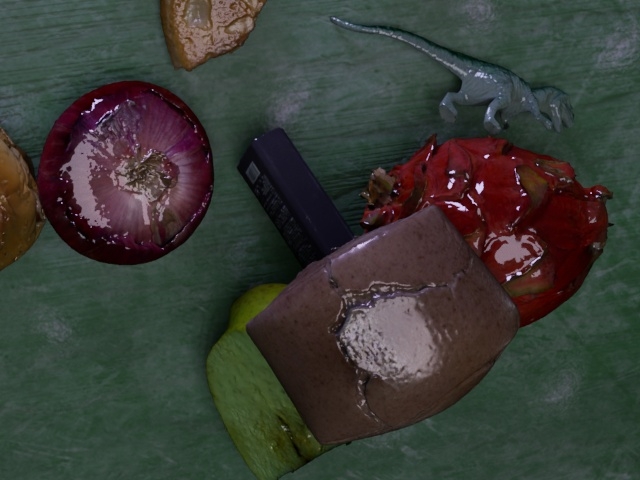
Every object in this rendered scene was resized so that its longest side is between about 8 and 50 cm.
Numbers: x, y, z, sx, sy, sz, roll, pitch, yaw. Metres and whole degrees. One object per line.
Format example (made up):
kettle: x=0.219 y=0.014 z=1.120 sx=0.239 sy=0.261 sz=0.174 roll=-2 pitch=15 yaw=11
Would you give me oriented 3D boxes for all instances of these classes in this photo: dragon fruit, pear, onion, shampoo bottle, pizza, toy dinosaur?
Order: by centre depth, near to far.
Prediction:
onion: x=-0.259 y=-0.087 z=1.916 sx=0.248 sy=0.161 sz=0.248 roll=-7 pitch=101 yaw=-41
pizza: x=-0.135 y=-0.324 z=1.930 sx=0.161 sy=0.062 sz=0.182 roll=-10 pitch=103 yaw=-1
shampoo bottle: x=0.000 y=0.000 z=1.953 sx=0.071 sy=0.098 sz=0.309 roll=-28 pitch=80 yaw=-26
dragon fruit: x=0.216 y=-0.008 z=1.979 sx=0.342 sy=0.277 sz=0.277 roll=15 pitch=103 yaw=-1
toy dinosaur: x=0.192 y=-0.206 z=1.997 sx=0.383 sy=0.129 sz=0.076 roll=21 pitch=140 yaw=-21
pear: x=-0.030 y=0.180 z=2.030 sx=0.159 sy=0.292 sz=0.292 roll=-41 pitch=117 yaw=-44

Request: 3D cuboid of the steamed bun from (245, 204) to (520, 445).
steamed bun: x=0.071 y=0.106 z=1.777 sx=0.301 sy=0.199 sz=0.251 roll=-33 pitch=80 yaw=12

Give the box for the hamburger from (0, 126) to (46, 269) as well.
hamburger: x=-0.476 y=-0.044 z=1.886 sx=0.244 sy=0.163 sz=0.244 roll=-4 pitch=107 yaw=-12
